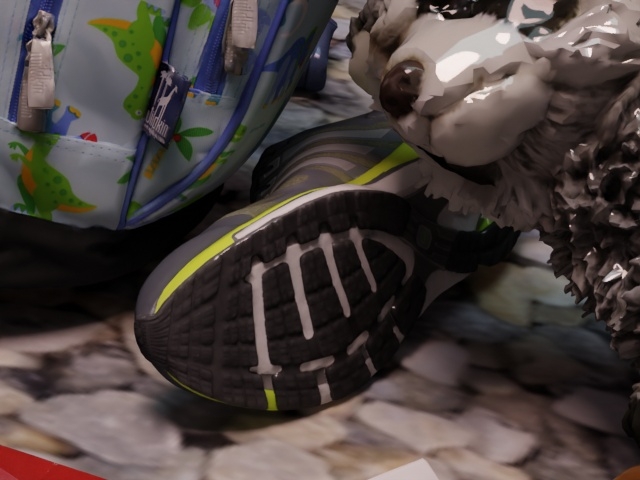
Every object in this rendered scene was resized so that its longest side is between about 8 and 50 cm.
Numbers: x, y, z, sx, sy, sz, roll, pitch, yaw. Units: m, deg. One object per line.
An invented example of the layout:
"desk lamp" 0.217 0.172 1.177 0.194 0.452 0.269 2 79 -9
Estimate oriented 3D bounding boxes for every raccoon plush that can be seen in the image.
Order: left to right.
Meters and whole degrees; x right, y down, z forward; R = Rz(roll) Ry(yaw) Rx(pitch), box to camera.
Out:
"raccoon plush" 0.206 -0.039 0.758 0.446 0.216 0.299 14 31 -51

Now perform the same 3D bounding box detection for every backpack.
"backpack" -0.085 -0.173 0.783 0.273 0.355 0.290 9 22 9

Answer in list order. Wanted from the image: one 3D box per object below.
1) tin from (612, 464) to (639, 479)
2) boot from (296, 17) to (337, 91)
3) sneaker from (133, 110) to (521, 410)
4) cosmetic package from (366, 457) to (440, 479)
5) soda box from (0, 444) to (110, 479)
"tin" 0.089 0.150 0.516 0.040 0.106 0.190 16 29 34
"boot" -0.031 -0.168 1.121 0.086 0.069 0.190 11 37 -4
"sneaker" 0.000 0.000 0.797 0.121 0.111 0.300 7 23 36
"cosmetic package" 0.051 0.183 0.368 0.060 0.099 0.239 -18 59 -31
"soda box" -0.115 0.134 0.531 0.263 0.083 0.092 15 31 17
